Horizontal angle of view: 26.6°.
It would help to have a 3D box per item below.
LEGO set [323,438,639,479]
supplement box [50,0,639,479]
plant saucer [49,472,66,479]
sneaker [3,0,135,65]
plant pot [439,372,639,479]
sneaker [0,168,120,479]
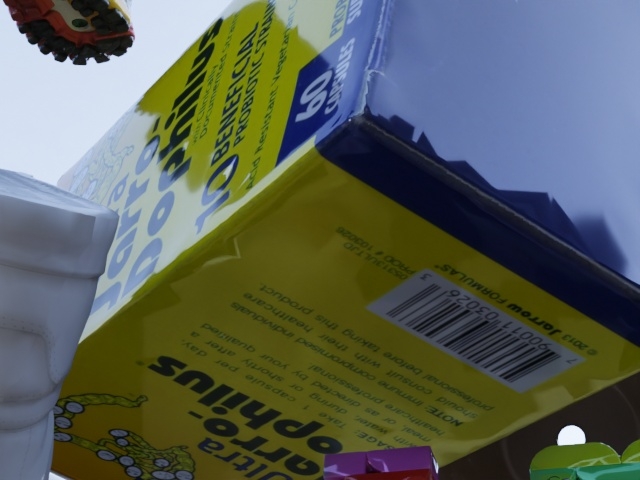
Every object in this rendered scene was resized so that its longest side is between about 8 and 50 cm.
[{"bbox_3d":[0.119,0.141,0.560,0.227,0.093,0.087,-7,-41,14],"label":"LEGO set"},{"bbox_3d":[0.000,0.000,0.703,0.195,0.194,0.356,30,-41,-23],"label":"supplement box"},{"bbox_3d":[-0.300,0.199,0.703,0.333,0.333,0.081,25,-38,0],"label":"plant saucer"},{"bbox_3d":[-0.199,-0.206,0.852,0.088,0.093,0.225,-16,-36,22],"label":"sneaker"},{"bbox_3d":[0.169,0.134,0.957,0.237,0.237,0.110,-12,-18,15],"label":"plant pot"},{"bbox_3d":[-0.177,0.044,0.575,0.108,0.169,0.292,12,4,-25],"label":"sneaker"}]
